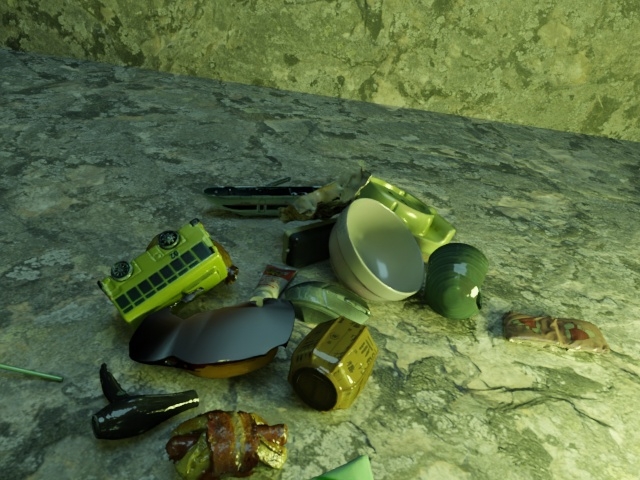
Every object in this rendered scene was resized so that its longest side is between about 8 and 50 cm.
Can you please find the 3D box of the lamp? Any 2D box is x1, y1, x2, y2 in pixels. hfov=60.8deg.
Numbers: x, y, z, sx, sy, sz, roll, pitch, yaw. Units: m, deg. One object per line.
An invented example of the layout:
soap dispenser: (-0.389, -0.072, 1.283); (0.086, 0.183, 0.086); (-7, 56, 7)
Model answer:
lamp: (0.028, 0.253, 1.127); (0.161, 0.161, 0.185); (22, 33, 21)

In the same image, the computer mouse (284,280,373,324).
computer mouse: (0.021, 0.155, 1.369); (0.232, 0.071, 0.126); (14, 31, 8)

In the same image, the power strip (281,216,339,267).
power strip: (0.000, 0.000, 1.591); (0.257, 0.105, 0.070); (-16, 36, -36)

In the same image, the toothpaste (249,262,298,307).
toothpaste: (-0.127, 0.116, 1.424); (0.090, 0.057, 0.234); (12, 23, 7)

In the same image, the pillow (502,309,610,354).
pillow: (0.596, 0.241, 1.401); (0.249, 0.049, 0.135); (8, 29, 6)

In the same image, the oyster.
oyster: (0.015, -0.109, 1.548); (0.276, 0.100, 0.271); (-25, 6, -3)

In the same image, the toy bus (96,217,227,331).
toy bus: (-0.342, 0.084, 1.233); (0.262, 0.128, 0.150); (-36, 65, -17)

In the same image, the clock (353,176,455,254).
clock: (0.224, -0.090, 1.686); (0.349, 0.117, 0.286); (17, 22, -37)

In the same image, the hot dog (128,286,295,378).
hot dog: (-0.221, 0.211, 1.168); (0.327, 0.107, 0.194); (4, 47, 1)

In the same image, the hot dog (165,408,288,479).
hot dog: (-0.159, 0.350, 0.947); (0.213, 0.102, 0.146); (-4, 14, -25)

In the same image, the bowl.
bowl: (0.130, 0.042, 1.453); (0.287, 0.144, 0.286); (27, 45, -31)

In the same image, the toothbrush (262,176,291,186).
toothbrush: (-0.188, -0.199, 1.969); (0.019, 0.016, 0.220); (21, 33, 36)

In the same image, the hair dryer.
hair dryer: (-0.369, 0.291, 1.060); (0.196, 0.075, 0.219); (-6, 25, -42)

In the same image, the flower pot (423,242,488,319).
flower pot: (0.353, 0.103, 1.427); (0.157, 0.189, 0.243); (9, 20, 11)

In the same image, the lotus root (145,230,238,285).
lotus root: (-0.324, 0.055, 1.393); (0.261, 0.128, 0.145); (16, 45, 16)

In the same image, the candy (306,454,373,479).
candy: (-0.085, 0.454, 0.789); (0.399, 0.171, 0.263); (-13, 21, 1)

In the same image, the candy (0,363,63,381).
candy: (-0.651, 0.241, 1.069); (0.288, 0.077, 0.084); (15, -8, -8)

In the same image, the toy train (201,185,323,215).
toy train: (-0.180, -0.127, 1.775); (0.408, 0.088, 0.086); (-1, 30, -16)
